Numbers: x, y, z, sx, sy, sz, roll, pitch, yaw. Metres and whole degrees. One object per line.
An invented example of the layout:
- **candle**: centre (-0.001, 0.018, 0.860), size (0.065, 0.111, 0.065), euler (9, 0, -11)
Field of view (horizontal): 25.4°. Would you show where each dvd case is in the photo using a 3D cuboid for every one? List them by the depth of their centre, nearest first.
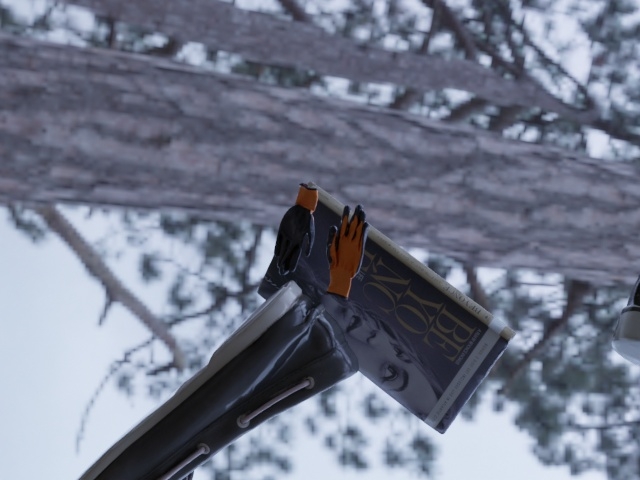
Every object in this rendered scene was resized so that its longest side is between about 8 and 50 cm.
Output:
- **dvd case**: centre (0.052, 0.065, 1.269), size (0.221, 0.018, 0.164), euler (36, -40, 9)

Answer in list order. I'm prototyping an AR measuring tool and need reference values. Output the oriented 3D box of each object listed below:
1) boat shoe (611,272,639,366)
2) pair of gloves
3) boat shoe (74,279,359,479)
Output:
- **boat shoe**: centre (0.267, 0.055, 0.756), size (0.219, 0.078, 0.070), euler (17, -106, 28)
- **pair of gloves**: centre (0.000, 0.000, 1.094), size (0.083, 0.010, 0.074), euler (22, -79, 35)
- **boat shoe**: centre (-0.107, 0.173, 1.220), size (0.335, 0.112, 0.095), euler (-43, -89, 20)
